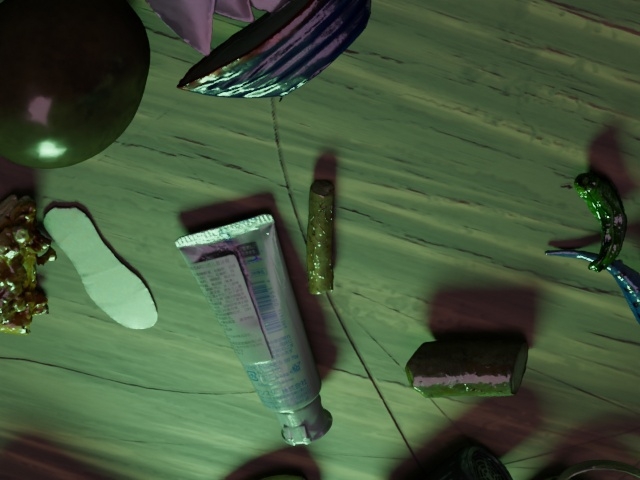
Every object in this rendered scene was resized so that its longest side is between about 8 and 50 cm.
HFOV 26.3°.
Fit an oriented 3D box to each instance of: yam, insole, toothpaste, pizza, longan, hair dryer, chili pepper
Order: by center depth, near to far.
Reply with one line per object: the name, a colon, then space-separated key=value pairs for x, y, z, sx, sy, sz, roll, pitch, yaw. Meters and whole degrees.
longan: x=-0.248 y=-0.158 z=1.295 sx=0.187 sy=0.167 sz=0.167 roll=-38 pitch=121 yaw=6
chili pepper: x=0.301 y=-0.027 z=1.468 sx=0.055 sy=0.035 sz=0.118 roll=-23 pitch=121 yaw=-16
yam: x=0.000 y=0.000 z=1.499 sx=0.032 sy=0.032 sz=0.145 roll=1 pitch=128 yaw=0
pizza: x=-0.352 y=0.030 z=1.499 sx=0.154 sy=0.069 sz=0.194 roll=23 pitch=128 yaw=-16
insole: x=-0.247 y=0.033 z=1.544 sx=0.065 sy=0.004 sz=0.197 roll=-21 pitch=125 yaw=17
toothpaste: x=-0.062 y=0.103 z=1.565 sx=0.114 sy=0.073 sz=0.299 roll=-14 pitch=120 yaw=12
yam: x=0.171 y=0.148 z=1.593 sx=0.146 sy=0.070 sz=0.070 roll=-2 pitch=129 yaw=3
hair dryer: x=0.228 y=0.439 z=1.694 sx=0.189 sy=0.107 sz=0.352 roll=-45 pitch=75 yaw=28

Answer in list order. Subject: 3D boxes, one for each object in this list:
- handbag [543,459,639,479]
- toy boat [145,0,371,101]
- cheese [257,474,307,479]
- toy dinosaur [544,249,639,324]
handbag: x=0.366 y=0.379 z=1.774 sx=0.256 sy=0.079 sz=0.219 roll=33 pitch=116 yaw=-23
toy boat: x=-0.106 y=-0.243 z=1.270 sx=0.318 sy=0.072 sz=0.219 roll=20 pitch=113 yaw=-16
cheese: x=-0.119 y=0.378 z=1.792 sx=0.255 sy=0.050 sz=0.127 roll=-18 pitch=128 yaw=17
toy dinosaur: x=0.415 y=0.076 z=1.526 sx=0.329 sy=0.076 sz=0.144 roll=39 pitch=125 yaw=-17
